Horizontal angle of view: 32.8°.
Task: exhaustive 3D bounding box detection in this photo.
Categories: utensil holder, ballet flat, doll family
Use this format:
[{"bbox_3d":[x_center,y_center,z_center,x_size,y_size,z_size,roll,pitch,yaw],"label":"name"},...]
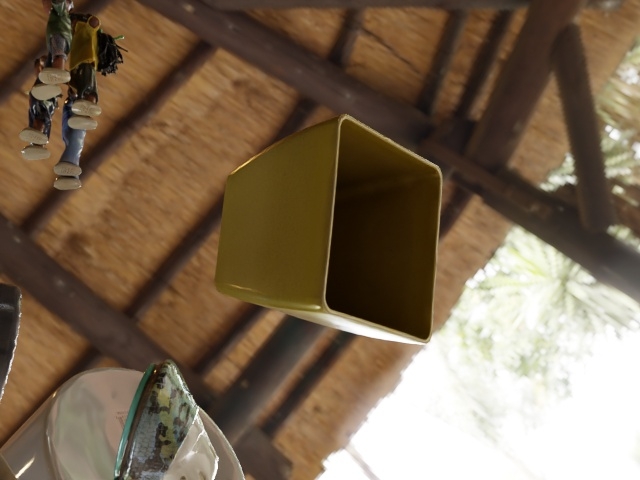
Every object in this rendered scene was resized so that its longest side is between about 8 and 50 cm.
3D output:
[{"bbox_3d":[-0.323,0.400,1.426,0.385,0.328,0.327,-45,-21,27],"label":"utensil holder"},{"bbox_3d":[-0.095,0.142,0.656,0.070,0.070,0.188,-29,-24,-39],"label":"ballet flat"},{"bbox_3d":[-0.208,-0.129,0.896,0.076,0.111,0.193,8,-34,-23],"label":"doll family"}]

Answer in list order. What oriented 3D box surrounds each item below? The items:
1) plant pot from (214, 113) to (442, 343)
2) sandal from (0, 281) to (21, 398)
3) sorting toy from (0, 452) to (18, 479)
[{"bbox_3d":[0.000,0.000,1.238,0.212,0.187,0.212,22,-112,-50],"label":"plant pot"},{"bbox_3d":[-0.260,0.135,0.747,0.054,0.097,0.255,11,-66,-22],"label":"sandal"},{"bbox_3d":[-0.321,0.233,0.934,0.089,0.255,0.257,-28,-26,-28],"label":"sorting toy"}]
